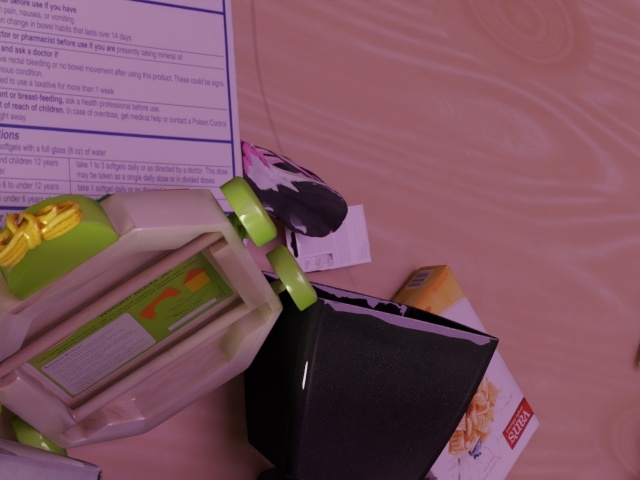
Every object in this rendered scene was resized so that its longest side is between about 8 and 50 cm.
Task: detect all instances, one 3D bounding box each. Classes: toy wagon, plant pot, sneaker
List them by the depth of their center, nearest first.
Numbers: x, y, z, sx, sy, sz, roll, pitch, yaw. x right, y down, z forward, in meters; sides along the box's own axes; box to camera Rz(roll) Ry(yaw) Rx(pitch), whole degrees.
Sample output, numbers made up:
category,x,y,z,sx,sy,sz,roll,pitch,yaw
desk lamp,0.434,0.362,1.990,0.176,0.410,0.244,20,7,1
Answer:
category,x,y,z,sx,sy,sz,roll,pitch,yaw
toy wagon,-0.154,0.048,0.968,0.267,0.068,0.344,-33,149,-3
plant pot,0.026,0.136,1.188,0.188,0.187,0.166,15,91,-22
sneaker,-0.063,-0.060,1.234,0.178,0.077,0.072,30,103,-20

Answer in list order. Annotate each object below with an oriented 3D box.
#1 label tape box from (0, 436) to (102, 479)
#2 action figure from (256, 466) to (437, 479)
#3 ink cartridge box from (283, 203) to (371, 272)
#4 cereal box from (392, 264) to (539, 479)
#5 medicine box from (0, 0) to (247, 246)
category,x,y,z,sx,sy,sz,roll,pitch,yaw
label tape box,-0.345,0.152,0.800,0.334,0.241,0.105,19,78,-41
action figure,0.055,0.315,1.263,0.285,0.099,0.185,30,59,-40
ink cartridge box,0.000,0.000,1.303,0.115,0.029,0.062,-9,90,-43
cereal box,0.137,0.171,1.393,0.173,0.047,0.240,-49,116,-35
medicine box,-0.212,-0.123,1.038,0.264,0.149,0.289,0,83,-43
